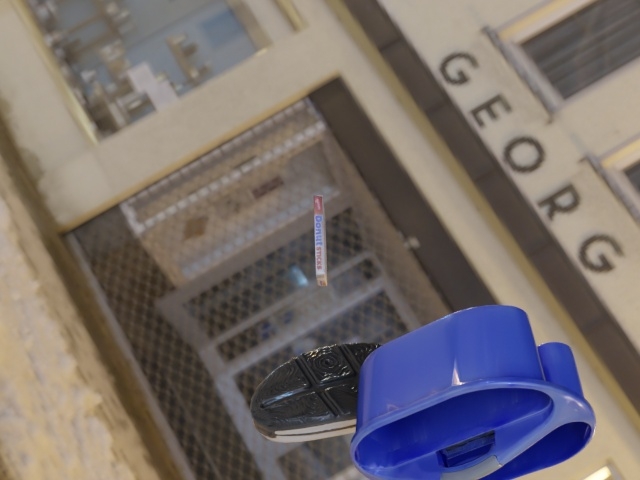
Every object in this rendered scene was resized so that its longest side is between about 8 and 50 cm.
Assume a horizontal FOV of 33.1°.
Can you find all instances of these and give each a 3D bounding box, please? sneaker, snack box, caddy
[{"bbox_3d":[0.110,0.291,1.707,0.169,0.447,0.258,-128,-149,-51],"label":"sneaker"},{"bbox_3d":[0.000,0.000,2.210,0.064,0.022,0.178,78,9,-65],"label":"snack box"},{"bbox_3d":[0.197,0.237,1.437,0.241,0.341,0.179,34,41,-35],"label":"caddy"}]
